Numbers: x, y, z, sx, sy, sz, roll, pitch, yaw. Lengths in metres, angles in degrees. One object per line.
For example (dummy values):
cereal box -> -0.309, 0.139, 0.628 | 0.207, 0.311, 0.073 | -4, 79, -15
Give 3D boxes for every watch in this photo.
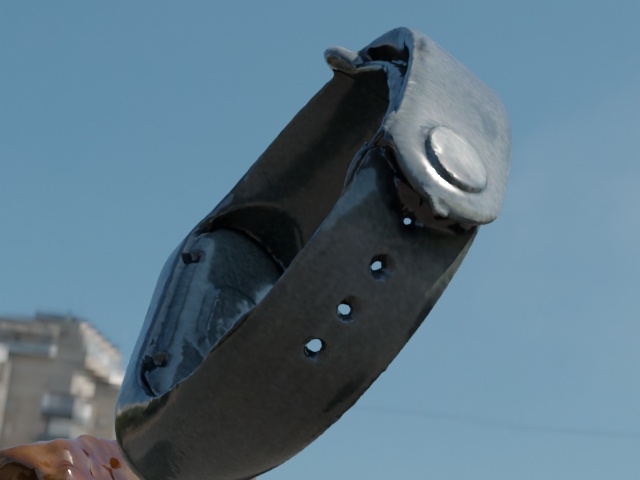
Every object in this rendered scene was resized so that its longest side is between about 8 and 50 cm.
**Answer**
watch -> 0.000, 0.000, 0.679 | 0.068, 0.206, 0.193 | 37, -57, -13

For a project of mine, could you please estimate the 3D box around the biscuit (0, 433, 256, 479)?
biscuit -> -0.112, 0.319, 1.241 | 0.166, 0.342, 0.395 | -27, -19, 14
